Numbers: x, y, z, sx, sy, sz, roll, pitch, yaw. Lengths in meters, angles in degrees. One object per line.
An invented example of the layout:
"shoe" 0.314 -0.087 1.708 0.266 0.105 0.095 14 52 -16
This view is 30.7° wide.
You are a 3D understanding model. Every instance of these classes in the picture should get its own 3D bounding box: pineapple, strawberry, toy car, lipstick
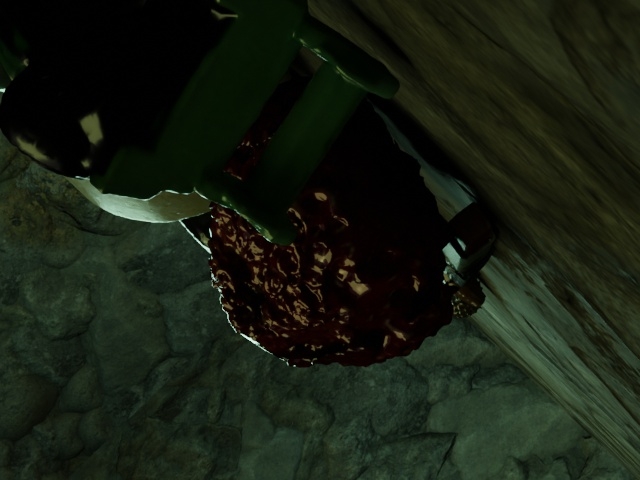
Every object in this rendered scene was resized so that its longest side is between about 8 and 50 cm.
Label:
"pineapple" 0.207 0.070 1.720 0.074 0.074 0.159 46 176 17
"strawberry" 0.000 0.000 1.068 0.274 0.220 0.274 56 178 4
"toy car" -0.129 -0.167 0.823 0.176 0.213 0.358 14 -155 -46
"lipstick" 0.145 0.006 1.171 0.051 0.051 0.312 46 180 8

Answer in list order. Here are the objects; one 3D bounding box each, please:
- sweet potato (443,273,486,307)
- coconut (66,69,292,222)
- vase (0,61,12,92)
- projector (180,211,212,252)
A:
"sweet potato" 0.118 -0.023 1.454 0.264 0.057 0.057 46 180 1
"coconut" -0.190 -0.174 1.342 0.323 0.323 0.323 46 -179 -1
"vase" -0.406 -0.346 1.461 0.245 0.291 0.245 22 -171 -4
"projector" -0.088 -0.107 1.688 0.405 0.242 0.395 48 -176 38
